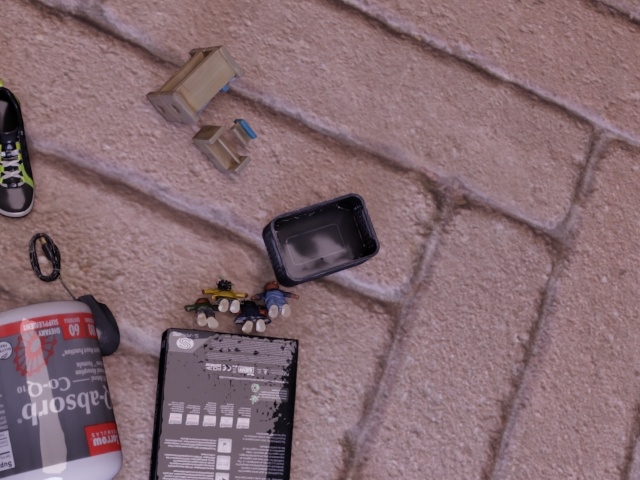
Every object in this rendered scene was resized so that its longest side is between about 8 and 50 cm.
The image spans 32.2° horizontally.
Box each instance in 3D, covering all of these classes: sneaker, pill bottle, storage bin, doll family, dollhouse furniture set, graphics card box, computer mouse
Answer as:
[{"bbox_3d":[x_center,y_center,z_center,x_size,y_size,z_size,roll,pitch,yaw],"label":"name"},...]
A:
[{"bbox_3d":[-0.534,-0.154,1.861,0.084,0.097,0.234,-10,82,-15],"label":"sneaker"},{"bbox_3d":[-0.427,0.291,1.738,0.210,0.210,0.362,-12,80,-16],"label":"pill bottle"},{"bbox_3d":[0.000,0.000,1.974,0.180,0.084,0.122,-18,84,-16],"label":"storage bin"},{"bbox_3d":[-0.134,0.107,1.916,0.193,0.111,0.076,11,103,-13],"label":"doll family"},{"bbox_3d":[-0.188,-0.231,1.966,0.129,0.129,0.183,-48,117,-18],"label":"dollhouse furniture set"},{"bbox_3d":[-0.166,0.340,1.862,0.233,0.094,0.370,5,79,-13],"label":"graphics card box"},{"bbox_3d":[-0.418,0.090,1.874,0.071,0.041,0.242,-35,89,-17],"label":"computer mouse"}]
